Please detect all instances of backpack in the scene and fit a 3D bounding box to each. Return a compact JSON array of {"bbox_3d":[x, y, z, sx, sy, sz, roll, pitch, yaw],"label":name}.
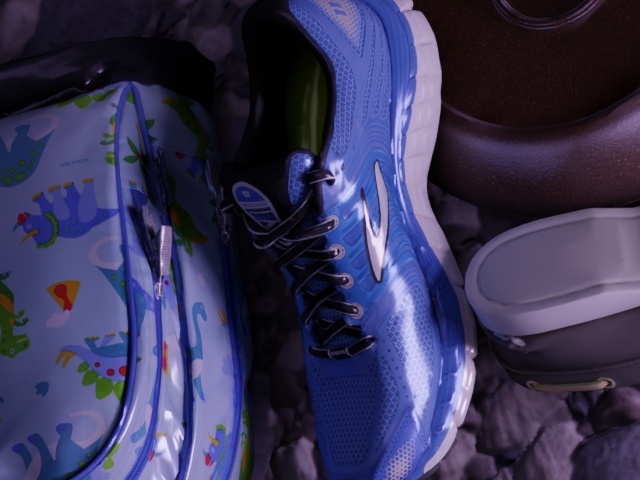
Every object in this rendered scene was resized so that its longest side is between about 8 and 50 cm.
[{"bbox_3d":[-0.180,0.062,1.195,0.290,0.273,0.356,-14,83,9],"label":"backpack"}]

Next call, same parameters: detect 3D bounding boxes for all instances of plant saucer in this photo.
[{"bbox_3d":[0.156,-0.168,1.201,0.310,0.050,0.311,-11,67,26],"label":"plant saucer"}]

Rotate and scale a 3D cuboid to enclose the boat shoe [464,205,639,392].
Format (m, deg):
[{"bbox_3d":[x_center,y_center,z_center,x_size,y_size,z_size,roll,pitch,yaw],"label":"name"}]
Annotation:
[{"bbox_3d":[0.244,0.027,1.114,0.305,0.091,0.109,-10,40,17],"label":"boat shoe"}]

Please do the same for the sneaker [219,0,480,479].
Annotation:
[{"bbox_3d":[0.000,0.000,1.154,0.129,0.147,0.330,-17,77,43],"label":"sneaker"}]
